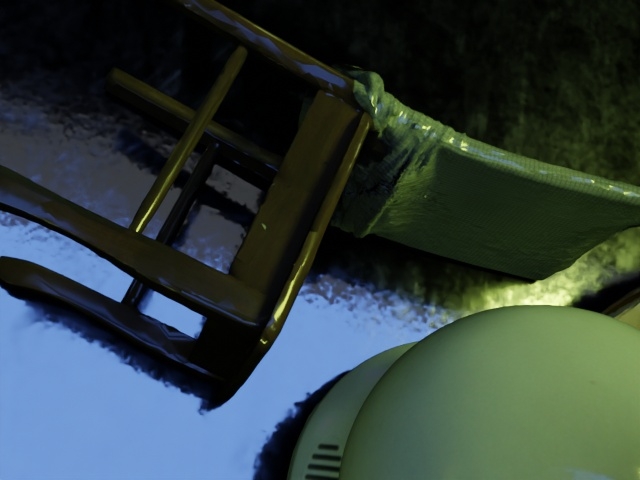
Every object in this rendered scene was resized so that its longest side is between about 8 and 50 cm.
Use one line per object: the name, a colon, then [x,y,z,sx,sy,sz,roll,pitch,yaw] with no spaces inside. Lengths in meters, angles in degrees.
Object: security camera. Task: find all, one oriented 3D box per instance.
security camera: [0.089,0.126,0.433,0.194,0.236,0.195,4,72,-11]

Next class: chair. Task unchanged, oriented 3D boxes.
chair: [0.000,0.000,0.493,0.319,0.160,0.186,26,65,-4]

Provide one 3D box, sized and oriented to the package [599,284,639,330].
package: [0.316,0.135,0.519,0.221,0.165,0.311,-29,82,-19]
